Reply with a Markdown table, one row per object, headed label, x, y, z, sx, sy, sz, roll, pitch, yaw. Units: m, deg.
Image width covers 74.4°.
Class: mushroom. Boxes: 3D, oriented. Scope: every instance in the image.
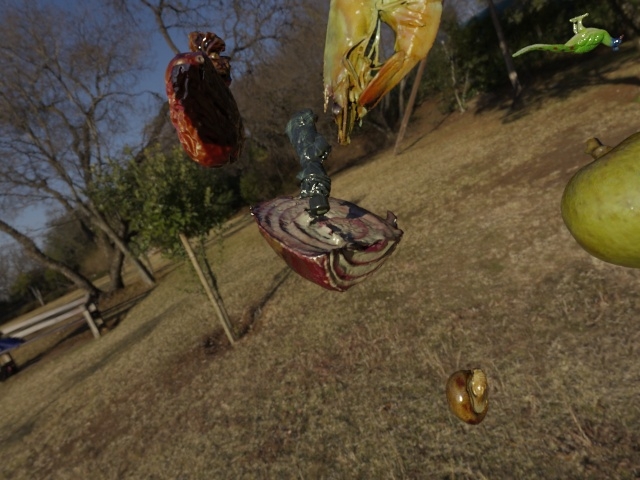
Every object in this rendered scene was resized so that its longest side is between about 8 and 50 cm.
| label | x | y | z | sx | sy | sz | roll | pitch | yaw |
| --- | --- | --- | --- | --- | --- | --- | --- | --- | --- |
| mushroom | 0.329 | 0.343 | 0.929 | 0.087 | 0.127 | 0.127 | -25 | 3 | 41 |

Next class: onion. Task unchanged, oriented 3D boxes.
| label | x | y | z | sx | sy | sz | roll | pitch | yaw |
| --- | --- | --- | --- | --- | --- | --- | --- | --- | --- |
| onion | 0.000 | 0.000 | 0.895 | 0.314 | 0.146 | 0.280 | -16 | 34 | -42 |

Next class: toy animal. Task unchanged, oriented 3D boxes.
| label | x | y | z | sx | sy | sz | roll | pitch | yaw |
| --- | --- | --- | --- | --- | --- | --- | --- | --- | --- |
| toy animal | 0.519 | -0.432 | 0.886 | 0.216 | 0.075 | 0.041 | -2 | 17 | 4 |

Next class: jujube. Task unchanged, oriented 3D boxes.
| label | x | y | z | sx | sy | sz | roll | pitch | yaw |
| --- | --- | --- | --- | --- | --- | --- | --- | --- | --- |
| jujube | -0.346 | -0.382 | 1.252 | 0.216 | 0.342 | 0.216 | -4 | 46 | 5 |

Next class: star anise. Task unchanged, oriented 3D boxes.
| label | x | y | z | sx | sy | sz | roll | pitch | yaw |
| --- | --- | --- | --- | --- | --- | --- | --- | --- | --- |
| star anise | -0.370 | -0.626 | 1.456 | 0.125 | 0.220 | 0.190 | -25 | -6 | -14 |

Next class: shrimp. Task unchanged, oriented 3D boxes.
| label | x | y | z | sx | sy | sz | roll | pitch | yaw |
| --- | --- | --- | --- | --- | --- | --- | --- | --- | --- |
| shrimp | 0.069 | -0.251 | 0.544 | 0.145 | 0.267 | 0.061 | 17 | 0 | 8 |

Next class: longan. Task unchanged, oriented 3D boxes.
| label | x | y | z | sx | sy | sz | roll | pitch | yaw |
| --- | --- | --- | --- | --- | --- | --- | --- | --- | --- |
| longan | 0.346 | -0.054 | 0.458 | 0.154 | 0.176 | 0.145 | -20 | -29 | 10 |

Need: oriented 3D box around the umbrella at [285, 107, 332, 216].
| label | x | y | z | sx | sy | sz | roll | pitch | yaw |
| --- | --- | --- | --- | --- | --- | --- | --- | --- | --- |
| umbrella | -0.011 | -0.149 | 0.811 | 0.071 | 0.224 | 0.080 | 8 | -33 | -32 |
